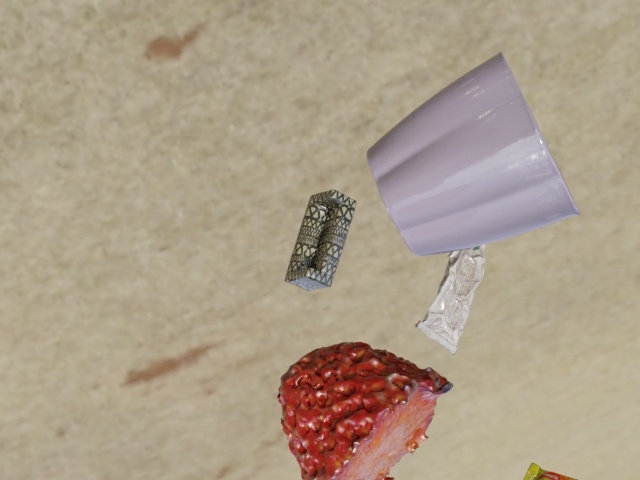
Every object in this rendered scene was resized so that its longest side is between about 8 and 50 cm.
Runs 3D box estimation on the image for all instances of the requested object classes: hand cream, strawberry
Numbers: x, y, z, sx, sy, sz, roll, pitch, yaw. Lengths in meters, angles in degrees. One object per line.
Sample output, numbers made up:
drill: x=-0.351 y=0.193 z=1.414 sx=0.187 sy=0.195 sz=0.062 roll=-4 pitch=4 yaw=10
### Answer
hand cream: x=0.219 y=0.049 z=2.140 sx=0.084 sy=0.257 sz=0.050 roll=35 pitch=147 yaw=-25
strawberry: x=0.032 y=0.204 z=1.650 sx=0.234 sy=0.178 sz=0.234 roll=-40 pitch=158 yaw=-20

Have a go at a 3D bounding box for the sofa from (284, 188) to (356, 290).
sofa: x=0.000 y=0.000 z=1.640 sx=0.039 sy=0.117 sz=0.060 roll=26 pitch=160 yaw=-27

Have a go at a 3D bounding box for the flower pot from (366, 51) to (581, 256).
flower pot: x=0.210 y=-0.101 z=1.928 sx=0.243 sy=0.265 sz=0.265 roll=-27 pitch=165 yaw=13

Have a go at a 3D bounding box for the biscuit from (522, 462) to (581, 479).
biscuit: x=0.420 y=0.366 z=1.870 sx=0.292 sy=0.026 sz=0.048 roll=13 pitch=-145 yaw=26
